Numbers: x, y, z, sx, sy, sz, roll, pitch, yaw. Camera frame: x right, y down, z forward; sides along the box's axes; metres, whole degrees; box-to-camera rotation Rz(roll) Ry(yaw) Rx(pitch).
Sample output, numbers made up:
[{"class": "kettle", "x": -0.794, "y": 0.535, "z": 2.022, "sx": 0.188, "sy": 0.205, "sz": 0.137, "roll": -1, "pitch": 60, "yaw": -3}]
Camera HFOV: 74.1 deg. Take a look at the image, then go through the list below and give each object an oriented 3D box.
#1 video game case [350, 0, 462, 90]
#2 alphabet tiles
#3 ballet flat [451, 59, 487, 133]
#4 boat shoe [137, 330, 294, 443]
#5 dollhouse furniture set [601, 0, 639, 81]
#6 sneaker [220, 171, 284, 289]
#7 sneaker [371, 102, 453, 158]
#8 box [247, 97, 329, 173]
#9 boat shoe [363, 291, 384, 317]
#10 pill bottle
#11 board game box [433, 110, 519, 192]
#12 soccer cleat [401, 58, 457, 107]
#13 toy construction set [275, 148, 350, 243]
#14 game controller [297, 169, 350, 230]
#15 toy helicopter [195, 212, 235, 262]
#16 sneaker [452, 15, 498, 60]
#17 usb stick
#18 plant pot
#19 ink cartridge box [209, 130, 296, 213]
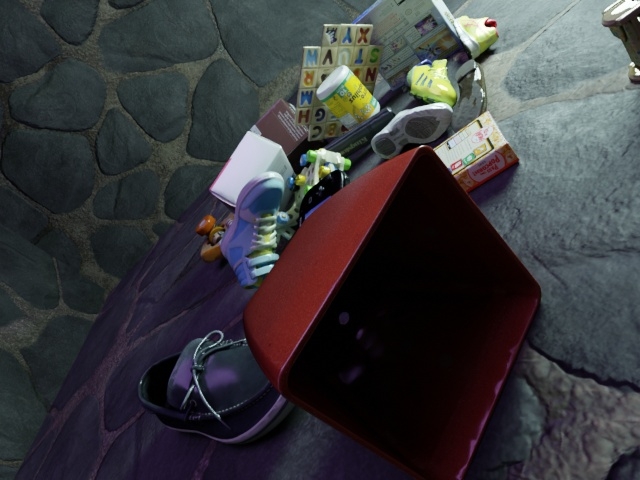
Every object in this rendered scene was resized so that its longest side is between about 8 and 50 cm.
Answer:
[{"class": "video game case", "x": 0.252, "y": -0.617, "z": 1.269, "sx": 0.269, "sy": 0.244, "sz": 0.061, "roll": -18, "pitch": 37, "yaw": 48}, {"class": "alphabet tiles", "x": 0.056, "y": -0.470, "z": 1.287, "sx": 0.011, "sy": 0.285, "sz": 0.343, "roll": 48, "pitch": 141, "yaw": 38}, {"class": "ballet flat", "x": 0.331, "y": -0.305, "z": 0.922, "sx": 0.084, "sy": 0.058, "sz": 0.250, "roll": -31, "pitch": 34, "yaw": 41}, {"class": "boat shoe", "x": -0.213, "y": 0.283, "z": 0.838, "sx": 0.500, "sy": 0.156, "sz": 0.187, "roll": -24, "pitch": 32, "yaw": 41}, {"class": "dollhouse furniture set", "x": 0.452, "y": -0.355, "z": 0.624, "sx": 0.101, "sy": 0.182, "sz": 0.161, "roll": -34, "pitch": 28, "yaw": 29}, {"class": "sneaker", "x": -0.139, "y": -0.001, "z": 1.069, "sx": 0.208, "sy": 0.127, "sz": 0.319, "roll": 59, "pitch": 138, "yaw": 29}, {"class": "sneaker", "x": 0.224, "y": -0.288, "z": 1.028, "sx": 0.232, "sy": 0.090, "sz": 0.115, "roll": -12, "pitch": 39, "yaw": 52}, {"class": "box", "x": -0.105, "y": -0.354, "z": 1.478, "sx": 0.167, "sy": 0.169, "sz": 0.203, "roll": -39, "pitch": -11, "yaw": 18}, {"class": "boat shoe", "x": 0.087, "y": 0.059, "z": 0.759, "sx": 0.076, "sy": 0.080, "sz": 0.229, "roll": -30, "pitch": 31, "yaw": 23}, {"class": "pill bottle", "x": 0.098, "y": -0.391, "z": 1.235, "sx": 0.117, "sy": 0.208, "sz": 0.118, "roll": -37, "pitch": 28, "yaw": 24}, {"class": "board game box", "x": 0.258, "y": -0.144, "z": 0.806, "sx": 0.193, "sy": 0.045, "sz": 0.147, "roll": -35, "pitch": 27, "yaw": 28}, {"class": "soccer cleat", "x": 0.285, "y": -0.406, "z": 1.075, "sx": 0.121, "sy": 0.093, "sz": 0.289, "roll": -54, "pitch": 19, "yaw": 21}, {"class": "toy construction set", "x": -0.029, "y": -0.123, "z": 1.159, "sx": 0.327, "sy": 0.151, "sz": 0.215, "roll": -36, "pitch": 50, "yaw": 40}, {"class": "game controller", "x": 0.000, "y": 0.000, "z": 0.918, "sx": 0.166, "sy": 0.067, "sz": 0.320, "roll": -25, "pitch": 50, "yaw": 39}, {"class": "toy helicopter", "x": -0.297, "y": -0.045, "z": 1.488, "sx": 0.355, "sy": 0.140, "sz": 0.235, "roll": -36, "pitch": 29, "yaw": 20}, {"class": "sneaker", "x": 0.413, "y": -0.546, "z": 1.113, "sx": 0.094, "sy": 0.081, "sz": 0.209, "roll": -27, "pitch": 38, "yaw": 26}, {"class": "usb stick", "x": 0.095, "y": -0.284, "z": 1.209, "sx": 0.277, "sy": 0.077, "sz": 0.045, "roll": -29, "pitch": 62, "yaw": 17}, {"class": "plant pot", "x": 0.057, "y": 0.086, "z": 0.522, "sx": 0.235, "sy": 0.267, "sz": 0.267, "roll": 3, "pitch": 55, "yaw": 57}, {"class": "ink cartridge box", "x": -0.179, "y": -0.152, "z": 1.255, "sx": 0.207, "sy": 0.117, "sz": 0.283, "roll": -59, "pitch": -16, "yaw": -9}]
